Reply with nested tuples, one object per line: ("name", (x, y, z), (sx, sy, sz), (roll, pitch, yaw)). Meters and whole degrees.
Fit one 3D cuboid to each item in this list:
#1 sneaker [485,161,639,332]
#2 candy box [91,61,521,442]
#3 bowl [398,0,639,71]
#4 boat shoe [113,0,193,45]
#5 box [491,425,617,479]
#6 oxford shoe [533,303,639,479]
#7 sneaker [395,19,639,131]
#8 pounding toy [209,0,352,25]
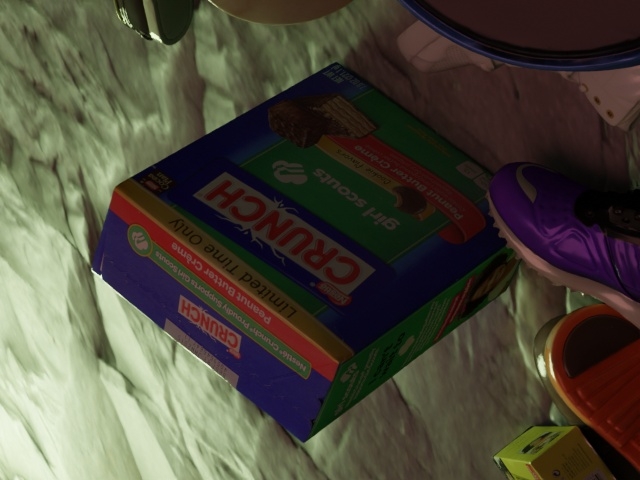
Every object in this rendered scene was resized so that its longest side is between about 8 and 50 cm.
("sneaker", (0.285, -0.005, 1.503), (0.293, 0.102, 0.146), (36, 132, 15))
("candy box", (0.000, 0.000, 1.604), (0.268, 0.317, 0.122), (37, 136, 20))
("bowl", (0.182, -0.309, 1.303), (0.391, 0.077, 0.391), (7, 112, 18))
("boat shoe", (-0.180, -0.304, 1.761), (0.069, 0.081, 0.227), (20, 131, 29))
("box", (0.222, 0.221, 1.644), (0.087, 0.058, 0.232), (54, 174, 2))
("oxford shoe", (0.329, 0.205, 1.601), (0.363, 0.130, 0.133), (53, 169, -2))
("sneaker", (0.197, -0.155, 1.474), (0.292, 0.108, 0.169), (-22, 96, 48))
("pounding toy", (-0.051, -0.313, 1.600), (0.183, 0.110, 0.237), (-27, 135, 21))
